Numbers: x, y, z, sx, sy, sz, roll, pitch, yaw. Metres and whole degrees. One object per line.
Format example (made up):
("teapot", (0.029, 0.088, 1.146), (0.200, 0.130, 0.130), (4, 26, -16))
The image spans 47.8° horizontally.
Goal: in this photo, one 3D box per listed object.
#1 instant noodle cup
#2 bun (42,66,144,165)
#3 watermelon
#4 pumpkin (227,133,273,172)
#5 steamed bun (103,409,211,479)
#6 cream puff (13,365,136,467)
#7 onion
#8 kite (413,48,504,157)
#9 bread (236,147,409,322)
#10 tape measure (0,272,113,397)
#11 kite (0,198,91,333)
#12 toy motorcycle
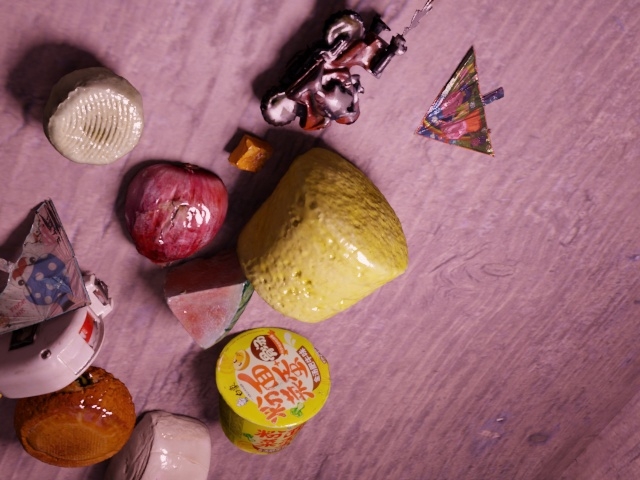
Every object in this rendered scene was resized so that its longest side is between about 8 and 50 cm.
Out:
("instant noodle cup", (-0.141, 0.416, 1.936), (0.311, 0.311, 0.221), (-2, 139, -20))
("bun", (-0.431, -0.243, 1.373), (0.195, 0.118, 0.195), (-12, 138, -12))
("watermelon", (-0.260, 0.107, 1.707), (0.201, 0.213, 0.262), (30, 108, -19))
("pumpkin", (-0.154, -0.190, 1.569), (0.074, 0.054, 0.083), (-47, 150, 23))
("steamed bun", (-0.468, 0.683, 2.047), (0.247, 0.236, 0.383), (21, 118, -32))
("cream puff", (-0.610, 0.424, 1.799), (0.303, 0.212, 0.303), (-5, 134, -5))
("onion", (-0.321, -0.027, 1.595), (0.227, 0.120, 0.284), (7, 125, -20))
("kite", (0.328, -0.290, 1.697), (0.234, 0.016, 0.321), (-25, 132, 0))
("bread", (0.000, 0.000, 1.600), (0.308, 0.348, 0.348), (-41, 131, 21))
("tape measure", (-0.607, 0.211, 1.604), (0.258, 0.265, 0.130), (-19, 129, 4))
("kite", (-0.630, 0.066, 1.536), (0.314, 0.011, 0.335), (24, 93, -4))
("toy motorcycle", (0.064, -0.358, 1.460), (0.207, 0.134, 0.401), (26, 116, -36))
